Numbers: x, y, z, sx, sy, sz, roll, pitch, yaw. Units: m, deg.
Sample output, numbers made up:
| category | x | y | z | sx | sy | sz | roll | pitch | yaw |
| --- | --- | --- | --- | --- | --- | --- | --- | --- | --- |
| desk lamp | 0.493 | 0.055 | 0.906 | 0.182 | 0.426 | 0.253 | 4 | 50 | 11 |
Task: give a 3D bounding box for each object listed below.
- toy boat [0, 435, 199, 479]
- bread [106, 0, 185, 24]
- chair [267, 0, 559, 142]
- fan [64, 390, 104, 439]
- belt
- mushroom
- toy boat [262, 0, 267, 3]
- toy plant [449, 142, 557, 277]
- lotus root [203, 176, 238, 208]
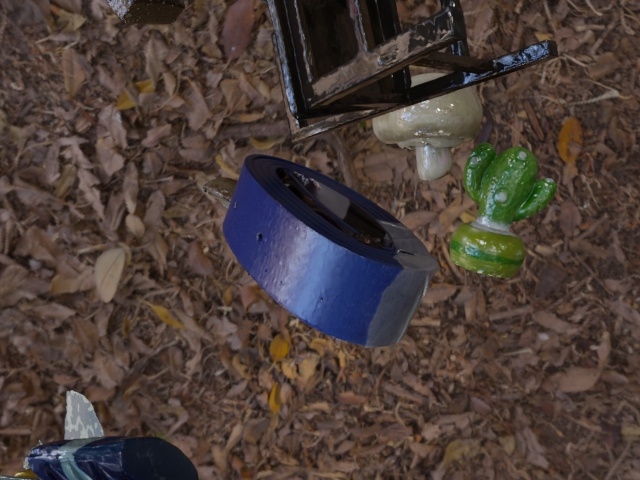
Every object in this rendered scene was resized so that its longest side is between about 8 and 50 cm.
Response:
| category | x | y | z | sx | sy | sz | roll | pitch | yaw |
| --- | --- | --- | --- | --- | --- | --- | --- | --- | --- |
| toy boat | -0.280 | 0.280 | 0.636 | 0.291 | 0.067 | 0.220 | -23 | 139 | 17 |
| bread | -0.495 | -0.697 | 1.403 | 0.113 | 0.165 | 0.416 | -37 | 85 | 39 |
| chair | 0.020 | -0.246 | 0.708 | 0.416 | 0.240 | 0.203 | -10 | 93 | 43 |
| fan | -0.379 | 0.353 | 0.961 | 0.131 | 0.009 | 0.240 | -33 | 64 | 33 |
| belt | 0.000 | 0.000 | 0.799 | 0.212 | 0.347 | 0.117 | 9 | 112 | -38 |
| mushroom | 0.243 | -0.253 | 1.358 | 0.254 | 0.260 | 0.234 | 1 | 95 | 31 |
| toy boat | -0.102 | -0.525 | 1.171 | 0.075 | 0.185 | 0.077 | -25 | 123 | 35 |
| toy plant | 0.448 | -0.078 | 1.478 | 0.224 | 0.184 | 0.316 | 16 | 104 | 17 |
| lotus root | -0.184 | -0.099 | 1.685 | 0.329 | 0.167 | 0.078 | 27 | 84 | 24 |
